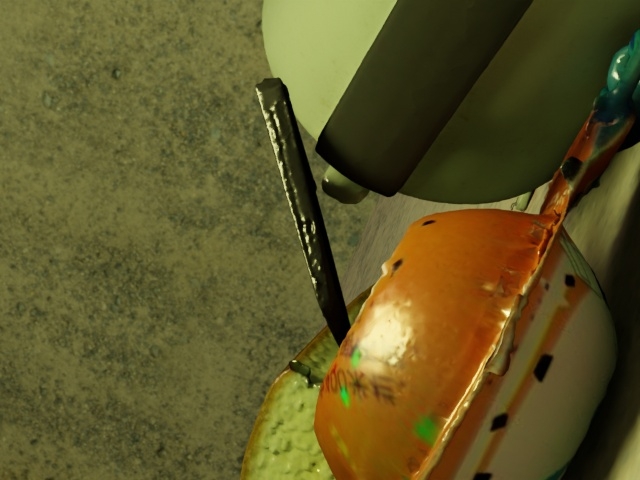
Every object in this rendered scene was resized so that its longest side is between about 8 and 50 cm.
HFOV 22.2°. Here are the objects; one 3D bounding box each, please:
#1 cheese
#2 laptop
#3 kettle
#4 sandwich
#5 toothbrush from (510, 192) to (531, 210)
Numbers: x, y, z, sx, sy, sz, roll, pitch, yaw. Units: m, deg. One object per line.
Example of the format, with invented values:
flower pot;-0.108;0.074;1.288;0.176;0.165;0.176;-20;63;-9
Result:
cheese;0.098;0.031;0.858;0.329;0.129;0.217;-58;-4;-22
laptop;0.000;0.000;0.930;0.197;0.016;0.135;65;-171;-74
kettle;0.102;-0.175;0.945;0.361;0.250;0.377;-53;-2;-29
sandwich;0.044;0.113;1.152;0.235;0.122;0.128;-41;-27;-64
toothbrush;0.201;-0.154;1.244;0.026;0.028;0.294;-73;5;-71
